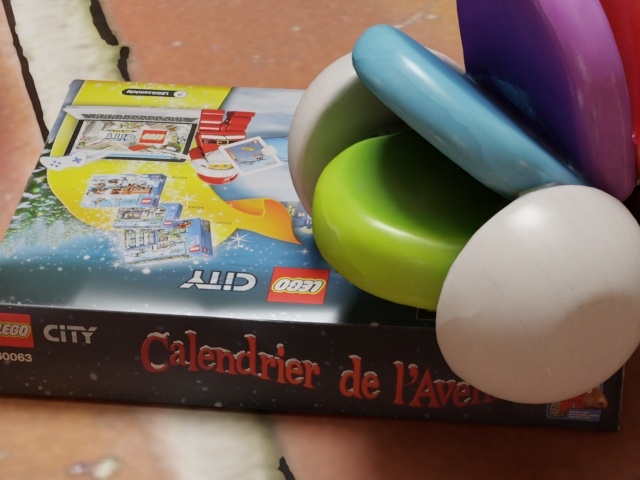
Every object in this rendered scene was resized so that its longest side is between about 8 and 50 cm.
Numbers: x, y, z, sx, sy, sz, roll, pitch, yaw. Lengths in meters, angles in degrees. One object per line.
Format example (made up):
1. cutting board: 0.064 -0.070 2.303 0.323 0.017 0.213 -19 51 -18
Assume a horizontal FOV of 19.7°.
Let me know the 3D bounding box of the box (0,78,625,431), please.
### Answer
1. box: 0.000 0.000 0.716 0.233 0.044 0.159 3 36 6

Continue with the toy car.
1. toy car: 0.081 -0.044 0.618 0.182 0.136 0.159 -16 39 -21
